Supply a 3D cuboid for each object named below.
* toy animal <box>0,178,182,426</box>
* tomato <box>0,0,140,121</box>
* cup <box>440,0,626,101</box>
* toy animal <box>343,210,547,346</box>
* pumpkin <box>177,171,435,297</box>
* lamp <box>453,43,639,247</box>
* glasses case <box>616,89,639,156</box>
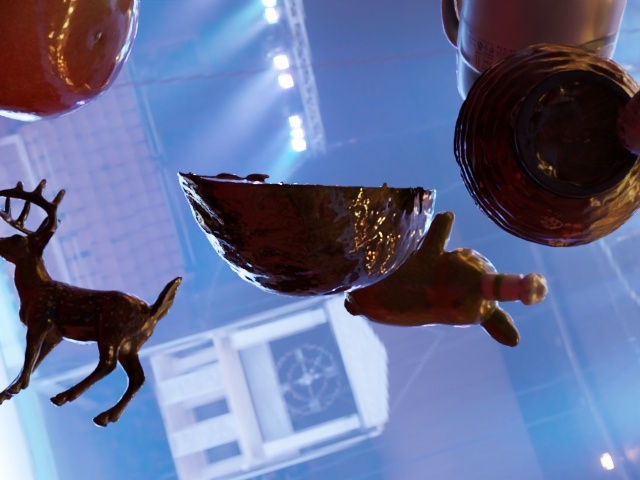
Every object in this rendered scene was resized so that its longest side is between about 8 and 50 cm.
[{"bbox_3d":[-0.283,0.068,1.170,0.087,0.243,0.260,96,9,-60],"label":"toy animal"},{"bbox_3d":[-0.315,-0.253,1.113,0.224,0.256,0.256,25,-34,25],"label":"tomato"},{"bbox_3d":[0.280,-0.306,1.469,0.289,0.219,0.258,40,-39,37],"label":"cup"},{"bbox_3d":[0.224,0.070,1.811,0.181,0.363,0.180,72,29,-42],"label":"toy animal"},{"bbox_3d":[0.000,0.000,1.152,0.169,0.312,0.148,-149,-120,-75],"label":"pumpkin"},{"bbox_3d":[0.275,-0.111,1.224,0.247,0.247,0.247,165,-90,-83],"label":"lamp"},{"bbox_3d":[0.431,-0.113,1.080,0.109,0.282,0.067,-49,-141,48],"label":"glasses case"}]
